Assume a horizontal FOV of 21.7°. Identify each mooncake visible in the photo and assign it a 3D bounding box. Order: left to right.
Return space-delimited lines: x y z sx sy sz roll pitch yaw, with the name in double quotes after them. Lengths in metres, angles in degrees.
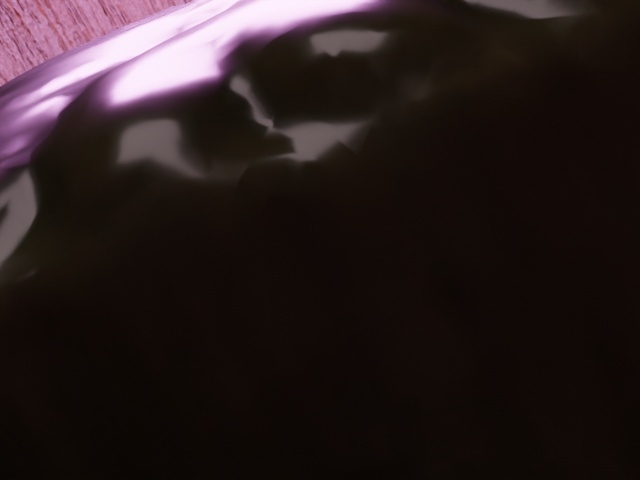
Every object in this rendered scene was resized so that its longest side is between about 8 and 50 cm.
0.000 0.000 0.584 0.356 0.194 0.356 -25 16 8 "mooncake"
